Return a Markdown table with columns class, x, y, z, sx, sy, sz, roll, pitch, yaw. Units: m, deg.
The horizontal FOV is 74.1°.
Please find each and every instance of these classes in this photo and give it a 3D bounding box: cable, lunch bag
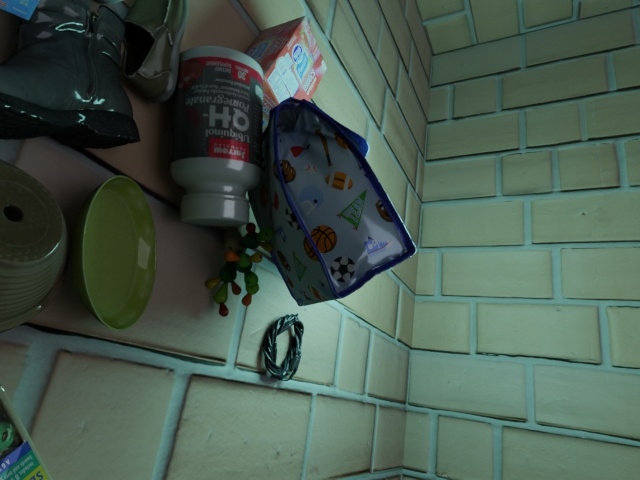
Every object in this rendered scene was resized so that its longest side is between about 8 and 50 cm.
| class | x | y | z | sx | sy | sz | roll | pitch | yaw |
| --- | --- | --- | --- | --- | --- | --- | --- | --- | --- |
| cable | -0.099 | 0.278 | 1.147 | 0.150 | 0.047 | 0.185 | 48 | 49 | -43 |
| lunch bag | -0.016 | -0.076 | 0.933 | 0.238 | 0.328 | 0.386 | -29 | 87 | -22 |

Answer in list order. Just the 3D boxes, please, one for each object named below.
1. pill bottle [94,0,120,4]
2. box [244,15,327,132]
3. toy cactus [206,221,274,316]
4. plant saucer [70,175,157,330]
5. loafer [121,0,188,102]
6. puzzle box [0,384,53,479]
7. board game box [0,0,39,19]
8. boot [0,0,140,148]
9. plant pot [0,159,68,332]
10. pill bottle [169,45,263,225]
| class | x | y | z | sx | sy | sz | roll | pitch | yaw |
| --- | --- | --- | --- | --- | --- | --- | --- | --- | --- |
| pill bottle | -0.357 | -0.465 | 0.563 | 0.265 | 0.153 | 0.153 | 46 | 48 | -70 |
| box | -0.110 | -0.409 | 1.063 | 0.154 | 0.142 | 0.300 | 59 | 39 | -42 |
| toy cactus | -0.183 | 0.038 | 0.911 | 0.112 | 0.180 | 0.219 | 9 | 122 | -33 |
| plant saucer | -0.322 | 0.020 | 0.666 | 0.241 | 0.037 | 0.241 | -1 | 90 | -90 |
| loafer | -0.301 | -0.381 | 0.757 | 0.087 | 0.094 | 0.251 | 10 | 79 | -65 |
| puzzle box | -0.478 | 0.380 | 0.418 | 0.409 | 0.052 | 0.272 | -42 | 125 | -55 |
| board game box | -0.429 | -0.353 | 0.453 | 0.211 | 0.039 | 0.160 | 54 | 22 | 14 |
| boot | -0.390 | -0.252 | 0.568 | 0.338 | 0.118 | 0.223 | -27 | 110 | -77 |
| plant pot | -0.386 | -0.014 | 0.490 | 0.237 | 0.109 | 0.237 | 52 | 27 | -39 |
| pill bottle | -0.203 | -0.192 | 0.838 | 0.176 | 0.176 | 0.319 | 9 | 80 | -61 |
